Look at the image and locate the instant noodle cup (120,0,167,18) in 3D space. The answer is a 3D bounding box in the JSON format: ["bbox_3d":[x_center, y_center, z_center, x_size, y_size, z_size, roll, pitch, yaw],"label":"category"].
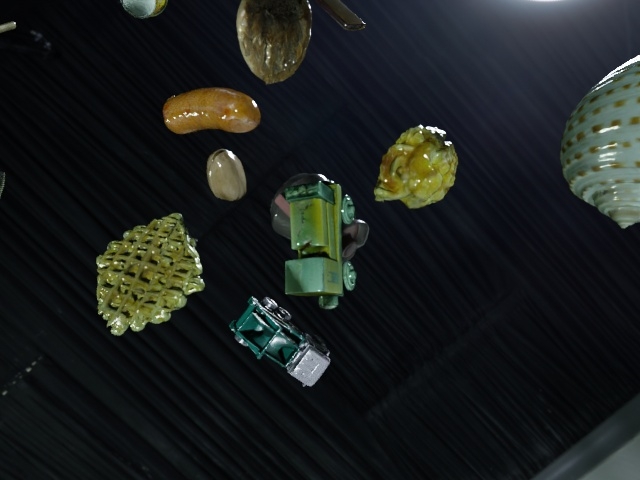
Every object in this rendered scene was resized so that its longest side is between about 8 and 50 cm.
[{"bbox_3d":[-0.714,-0.977,1.810,0.182,0.182,0.144,-40,32,21],"label":"instant noodle cup"}]

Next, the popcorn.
[{"bbox_3d":[0.364,-0.261,1.714,0.274,0.279,0.335,-60,-13,-64],"label":"popcorn"}]

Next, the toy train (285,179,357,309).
[{"bbox_3d":[0.000,0.000,1.330,0.160,0.396,0.253,-6,-12,24],"label":"toy train"}]

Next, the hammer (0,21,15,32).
[{"bbox_3d":[-0.722,-0.430,0.958,0.062,0.013,0.198,-44,16,35],"label":"hammer"}]

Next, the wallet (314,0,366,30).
[{"bbox_3d":[0.056,-0.787,1.542,0.110,0.198,0.031,-32,-15,-46],"label":"wallet"}]

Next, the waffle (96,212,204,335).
[{"bbox_3d":[-0.453,0.079,1.176,0.297,0.317,0.073,-29,-35,1],"label":"waffle"}]

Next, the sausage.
[{"bbox_3d":[-0.253,-0.302,1.065,0.271,0.108,0.109,11,44,34],"label":"sausage"}]

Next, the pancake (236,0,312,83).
[{"bbox_3d":[-0.155,-0.705,1.536,0.065,0.356,0.356,17,49,31],"label":"pancake"}]

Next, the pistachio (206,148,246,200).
[{"bbox_3d":[-0.273,-0.187,1.324,0.126,0.108,0.185,-51,-25,-17],"label":"pistachio"}]

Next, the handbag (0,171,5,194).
[{"bbox_3d":[-1.255,-0.176,1.520,0.240,0.341,0.247,-62,22,-3],"label":"handbag"}]

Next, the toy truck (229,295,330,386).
[{"bbox_3d":[-0.082,0.220,0.959,0.110,0.216,0.116,-52,12,1],"label":"toy truck"}]

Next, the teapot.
[{"bbox_3d":[-0.017,-0.080,1.793,0.305,0.362,0.376,-54,-28,11],"label":"teapot"}]

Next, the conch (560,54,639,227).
[{"bbox_3d":[0.329,-0.115,0.470,0.131,0.199,0.172,-8,0,-5],"label":"conch"}]
